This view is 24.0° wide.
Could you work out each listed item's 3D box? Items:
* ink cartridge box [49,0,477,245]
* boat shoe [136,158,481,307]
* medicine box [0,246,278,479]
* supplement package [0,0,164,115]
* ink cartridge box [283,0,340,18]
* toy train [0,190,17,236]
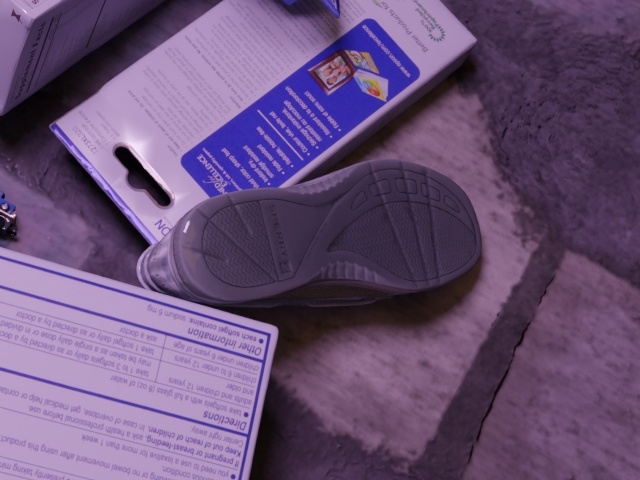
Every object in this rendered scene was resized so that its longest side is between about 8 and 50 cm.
[{"bbox_3d":[-0.048,-0.134,1.368,0.371,0.069,0.176,-38,82,-23],"label":"ink cartridge box"},{"bbox_3d":[-0.001,0.003,1.291,0.320,0.103,0.118,-10,85,-35],"label":"boat shoe"},{"bbox_3d":[-0.200,0.179,1.160,0.263,0.149,0.289,17,68,-16],"label":"medicine box"},{"bbox_3d":[-0.227,-0.245,1.300,0.134,0.139,0.244,41,50,6],"label":"supplement package"},{"bbox_3d":[-0.063,-0.345,1.338,0.065,0.186,0.311,-26,48,22],"label":"ink cartridge box"},{"bbox_3d":[-0.327,-0.051,1.309,0.158,0.027,0.036,31,57,2],"label":"toy train"}]
